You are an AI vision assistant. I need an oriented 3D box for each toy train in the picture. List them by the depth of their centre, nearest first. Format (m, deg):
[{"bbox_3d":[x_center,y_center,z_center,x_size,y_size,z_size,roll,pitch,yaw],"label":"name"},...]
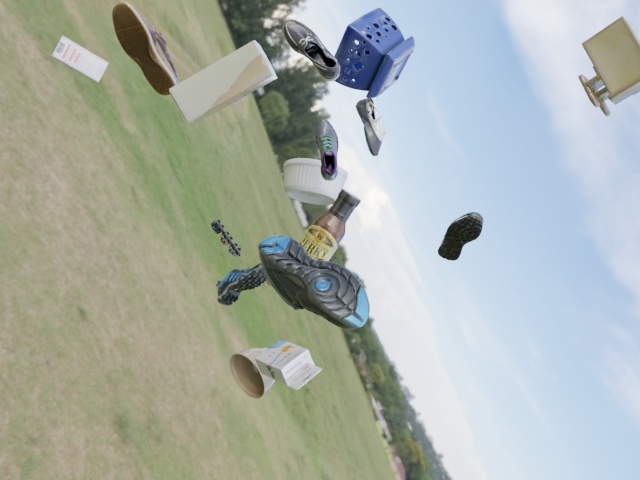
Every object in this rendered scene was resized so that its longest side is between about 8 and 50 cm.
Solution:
[{"bbox_3d":[-0.296,-0.003,1.745,0.027,0.036,0.158,-90,156,-48],"label":"toy train"}]

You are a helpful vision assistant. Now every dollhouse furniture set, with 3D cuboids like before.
[{"bbox_3d":[0.734,-0.385,1.302,0.242,0.212,0.161,11,56,-43],"label":"dollhouse furniture set"}]

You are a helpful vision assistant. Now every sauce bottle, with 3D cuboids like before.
[{"bbox_3d":[0.000,0.000,1.708,0.111,0.344,0.111,31,9,-5],"label":"sauce bottle"}]

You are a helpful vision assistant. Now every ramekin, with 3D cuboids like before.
[{"bbox_3d":[-0.029,-0.234,2.296,0.273,0.273,0.127,70,30,-80],"label":"ramekin"}]

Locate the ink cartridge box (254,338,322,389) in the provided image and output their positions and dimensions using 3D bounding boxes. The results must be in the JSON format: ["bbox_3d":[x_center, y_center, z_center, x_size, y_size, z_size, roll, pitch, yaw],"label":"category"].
[{"bbox_3d":[-0.093,0.352,1.598,0.181,0.104,0.061,7,-57,52],"label":"ink cartridge box"}]

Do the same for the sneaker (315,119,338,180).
[{"bbox_3d":[0.032,-0.330,1.988,0.098,0.083,0.223,125,-44,-83],"label":"sneaker"}]

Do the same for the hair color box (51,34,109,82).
[{"bbox_3d":[-0.706,-0.532,1.641,0.141,0.072,0.043,29,1,-28],"label":"hair color box"}]

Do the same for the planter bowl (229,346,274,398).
[{"bbox_3d":[-0.202,0.413,1.810,0.162,0.109,0.162,21,-56,34],"label":"planter bowl"}]

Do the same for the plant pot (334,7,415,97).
[{"bbox_3d":[0.198,-0.680,2.065,0.212,0.236,0.236,37,-41,7],"label":"plant pot"}]

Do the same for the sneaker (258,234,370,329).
[{"bbox_3d":[-0.015,0.116,1.345,0.341,0.125,0.139,37,-39,34],"label":"sneaker"}]

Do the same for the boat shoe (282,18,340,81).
[{"bbox_3d":[-0.022,-0.513,1.468,0.206,0.075,0.065,49,-6,4],"label":"boat shoe"}]

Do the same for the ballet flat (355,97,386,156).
[{"bbox_3d":[0.162,-0.357,1.718,0.074,0.074,0.203,68,7,-65],"label":"ballet flat"}]

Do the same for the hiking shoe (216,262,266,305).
[{"bbox_3d":[-0.359,0.166,2.520,0.113,0.304,0.132,38,24,-51],"label":"hiking shoe"}]

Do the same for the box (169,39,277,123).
[{"bbox_3d":[-0.305,-0.499,1.772,0.121,0.311,0.148,61,9,-11],"label":"box"}]

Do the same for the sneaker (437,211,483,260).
[{"bbox_3d":[0.510,-0.047,2.029,0.283,0.107,0.124,114,1,-59],"label":"sneaker"}]

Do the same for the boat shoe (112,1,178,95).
[{"bbox_3d":[-0.619,-0.701,2.018,0.342,0.123,0.123,59,28,-32],"label":"boat shoe"}]
